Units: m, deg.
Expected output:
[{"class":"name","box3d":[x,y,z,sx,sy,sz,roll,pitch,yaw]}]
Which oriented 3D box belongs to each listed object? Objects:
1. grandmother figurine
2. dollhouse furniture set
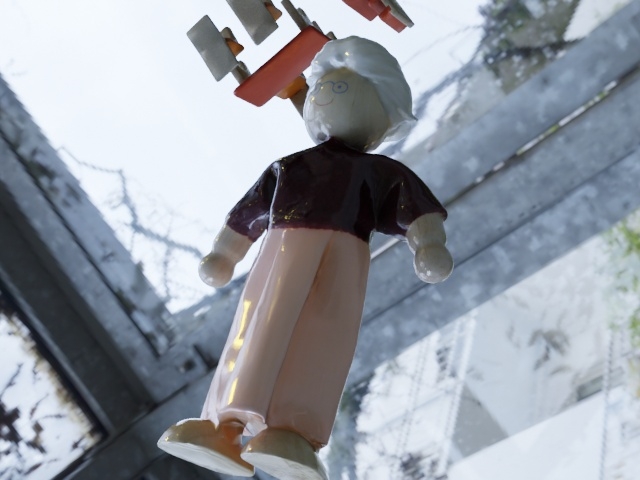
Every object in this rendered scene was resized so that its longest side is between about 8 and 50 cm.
[{"class":"grandmother figurine","box3d":[0.000,0.000,0.793,0.104,0.207,0.343,58,-139,-58]},{"class":"dollhouse furniture set","box3d":[-0.013,-0.279,1.532,0.135,0.259,0.262,58,-161,21]}]
